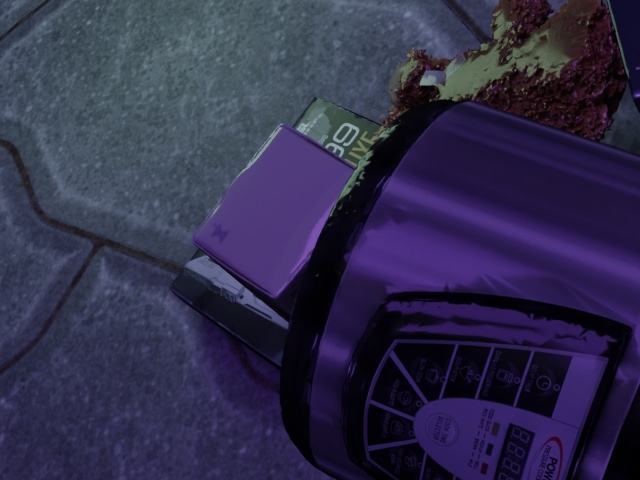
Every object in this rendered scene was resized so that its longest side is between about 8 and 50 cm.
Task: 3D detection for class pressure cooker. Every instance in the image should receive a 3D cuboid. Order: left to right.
[{"bbox_3d":[0.223,0.097,1.007,0.420,0.370,0.375,22,73,21],"label":"pressure cooker"}]

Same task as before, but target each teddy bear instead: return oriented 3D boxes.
[{"bbox_3d":[0.184,-0.144,1.259,0.338,0.113,0.245,-28,42,38],"label":"teddy bear"}]

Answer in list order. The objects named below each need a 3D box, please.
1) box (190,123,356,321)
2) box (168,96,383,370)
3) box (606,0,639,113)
[{"bbox_3d":[0.006,0.016,1.204,0.127,0.232,0.148,34,84,34],"label":"box"},{"bbox_3d":[0.000,0.000,1.419,0.242,0.076,0.307,31,80,39],"label":"box"},{"bbox_3d":[0.391,-0.202,1.160,0.179,0.312,0.343,-19,53,20],"label":"box"}]
